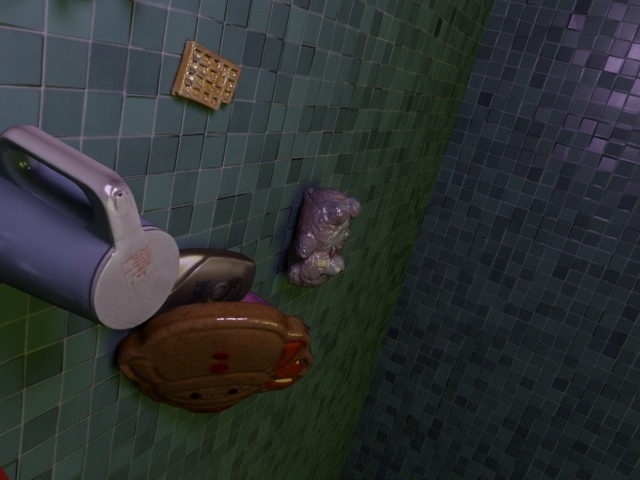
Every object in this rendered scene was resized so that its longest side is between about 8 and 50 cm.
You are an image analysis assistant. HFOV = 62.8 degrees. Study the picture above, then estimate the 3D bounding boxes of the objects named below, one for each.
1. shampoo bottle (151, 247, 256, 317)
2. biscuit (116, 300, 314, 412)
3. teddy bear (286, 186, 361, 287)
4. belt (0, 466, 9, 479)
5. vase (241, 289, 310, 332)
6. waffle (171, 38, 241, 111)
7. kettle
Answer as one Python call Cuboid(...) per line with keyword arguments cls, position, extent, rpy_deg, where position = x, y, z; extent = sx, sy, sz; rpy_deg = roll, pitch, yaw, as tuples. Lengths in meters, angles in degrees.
Cuboid(cls="shampoo bottle", position=(-0.246, 0.075, 0.945), extent=(0.125, 0.084, 0.350), rpy_deg=(-65, 158, 9))
Cuboid(cls="biscuit", position=(-0.189, 0.237, 0.998), extent=(0.381, 0.359, 0.074), rpy_deg=(105, -21, -46))
Cuboid(cls="teddy bear", position=(-0.001, -0.001, 1.340), extent=(0.236, 0.151, 0.267), rpy_deg=(-18, 124, -60))
Cuboid(cls="belt", position=(-0.467, 0.397, 0.565), extent=(0.323, 0.227, 0.115), rpy_deg=(-67, 155, -5))
Cuboid(cls="vase", position=(-0.126, 0.164, 1.124), extent=(0.086, 0.214, 0.086), rpy_deg=(-49, 152, -38))
Cuboid(cls="waffle", position=(-0.182, -0.261, 0.854), extent=(0.135, 0.021, 0.092), rpy_deg=(5, 105, -66))
Cuboid(cls="kettle", position=(-0.280, -0.024, 0.567), extent=(0.160, 0.243, 0.210), rpy_deg=(-42, 145, -47))
